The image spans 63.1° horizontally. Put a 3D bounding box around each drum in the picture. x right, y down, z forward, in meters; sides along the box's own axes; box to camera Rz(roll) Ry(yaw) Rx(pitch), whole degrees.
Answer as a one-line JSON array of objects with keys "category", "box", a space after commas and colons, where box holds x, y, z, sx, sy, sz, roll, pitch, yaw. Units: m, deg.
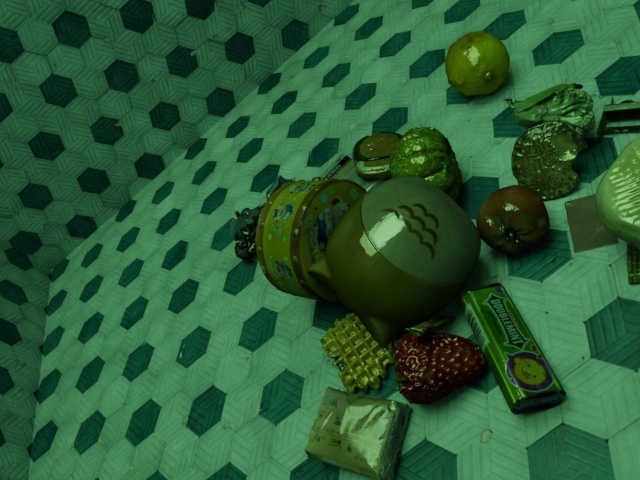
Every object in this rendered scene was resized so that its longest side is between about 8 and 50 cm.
[{"category": "drum", "box": [0.000, 0.000, 1.777, 0.214, 0.431, 0.431, 7, 62, 44]}]

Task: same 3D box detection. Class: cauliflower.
[{"category": "cauliflower", "box": [0.694, -0.390, 1.623, 0.316, 0.238, 0.256, 1, 40, -12]}]

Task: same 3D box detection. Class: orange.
[{"category": "orange", "box": [0.347, -0.244, 1.767, 0.223, 0.300, 0.301, -17, 49, 23]}]

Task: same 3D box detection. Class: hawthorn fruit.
[{"category": "hawthorn fruit", "box": [0.567, -0.084, 1.541, 0.200, 0.199, 0.251, -15, 34, 32]}]

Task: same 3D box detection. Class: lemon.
[{"category": "lemon", "box": [0.592, -0.670, 1.980, 0.234, 0.233, 0.288, -34, 39, 14]}]

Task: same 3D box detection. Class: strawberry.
[{"category": "strawberry", "box": [0.320, 0.331, 1.405, 0.245, 0.205, 0.205, -11, 47, 9]}]

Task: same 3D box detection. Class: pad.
[{"category": "pad", "box": [0.760, -0.054, 1.472, 0.113, 0.006, 0.187, -16, 48, 30]}]

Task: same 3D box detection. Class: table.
[{"category": "table", "box": [0.932, -0.381, 1.562, 0.146, 0.062, 0.175, 6, 64, 44]}]

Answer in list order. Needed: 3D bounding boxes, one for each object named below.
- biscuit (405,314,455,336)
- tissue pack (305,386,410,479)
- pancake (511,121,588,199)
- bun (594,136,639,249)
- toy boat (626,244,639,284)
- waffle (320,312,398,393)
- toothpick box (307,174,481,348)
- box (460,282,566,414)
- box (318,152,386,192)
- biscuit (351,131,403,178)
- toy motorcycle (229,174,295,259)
[{"category": "biscuit", "box": [0.306, 0.233, 1.434, 0.048, 0.292, 0.026, 13, 97, 30]}, {"category": "tissue pack", "box": [0.100, 0.530, 1.458, 0.257, 0.123, 0.214, -3, 57, 41]}, {"category": "pancake", "box": [0.681, -0.238, 1.565, 0.212, 0.029, 0.235, 20, 115, 27]}, {"category": "bun", "box": [0.861, -0.098, 1.246, 0.349, 0.227, 0.352, -33, 38, 15]}, {"category": "toy boat", "box": [0.812, 0.057, 1.321, 0.063, 0.016, 0.115, -8, 52, 37]}, {"category": "waffle", "box": [0.116, 0.344, 1.650, 0.310, 0.065, 0.283, -7, 52, 39]}, {"category": "toothpick box", "box": [0.219, 0.054, 1.546, 0.425, 0.409, 0.409, -45, 39, -3]}, {"category": "box", "box": [0.484, 0.266, 1.348, 0.134, 0.097, 0.345, -11, 43, -2]}, {"category": "box", "box": [0.117, -0.209, 2.092, 0.200, 0.106, 0.299, -46, 40, -3]}, {"category": "biscuit", "box": [0.265, -0.347, 2.035, 0.288, 0.057, 0.343, -7, 34, 10]}, {"category": "toy motorcycle", "box": [-0.265, -0.114, 2.294, 0.416, 0.172, 0.232, -54, 45, 3]}]
